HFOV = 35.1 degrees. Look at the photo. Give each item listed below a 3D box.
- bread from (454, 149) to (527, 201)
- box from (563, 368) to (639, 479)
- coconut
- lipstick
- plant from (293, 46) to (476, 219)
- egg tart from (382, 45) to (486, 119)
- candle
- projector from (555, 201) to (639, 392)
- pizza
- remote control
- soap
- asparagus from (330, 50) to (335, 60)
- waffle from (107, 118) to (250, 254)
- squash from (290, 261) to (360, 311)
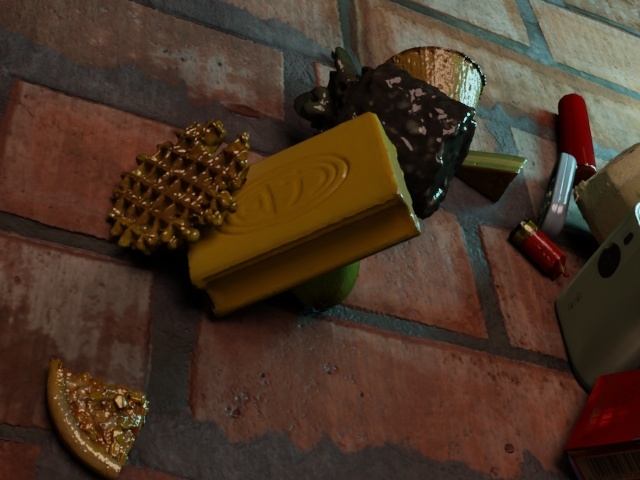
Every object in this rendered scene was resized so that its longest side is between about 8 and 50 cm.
[{"bbox_3d":[0.310,-0.151,1.934,0.139,0.084,0.074,36,40,6],"label":"bread"},{"bbox_3d":[0.533,0.256,1.466,0.197,0.313,0.089,-43,109,-49],"label":"box"},{"bbox_3d":[0.643,-0.065,1.890,0.254,0.297,0.297,55,42,2],"label":"coconut"},{"bbox_3d":[0.547,-0.214,2.164,0.073,0.073,0.280,23,40,-10],"label":"lipstick"},{"bbox_3d":[0.088,-0.188,1.696,0.312,0.215,0.213,31,-4,13],"label":"plant"},{"bbox_3d":[0.203,-0.247,1.889,0.215,0.215,0.171,15,56,-19],"label":"egg tart"},{"bbox_3d":[0.405,0.020,1.841,0.131,0.052,0.052,47,42,18],"label":"candle"},{"bbox_3d":[0.574,0.118,1.690,0.248,0.249,0.248,16,40,-18],"label":"projector"},{"bbox_3d":[-0.261,0.211,1.221,0.131,0.041,0.178,0,48,-35],"label":"pizza"},{"bbox_3d":[0.459,-0.087,1.956,0.047,0.087,0.244,18,39,7],"label":"remote control"},{"bbox_3d":[-0.037,-0.039,1.430,0.204,0.324,0.096,-104,166,-46],"label":"soap"},{"bbox_3d":[0.071,-0.321,2.016,0.166,0.013,0.016,50,1,20],"label":"asparagus"},{"bbox_3d":[-0.202,-0.077,1.454,0.051,0.228,0.231,57,28,-42],"label":"waffle"},{"bbox_3d":[0.000,0.000,1.539,0.132,0.132,0.247,14,41,-20],"label":"squash"}]
